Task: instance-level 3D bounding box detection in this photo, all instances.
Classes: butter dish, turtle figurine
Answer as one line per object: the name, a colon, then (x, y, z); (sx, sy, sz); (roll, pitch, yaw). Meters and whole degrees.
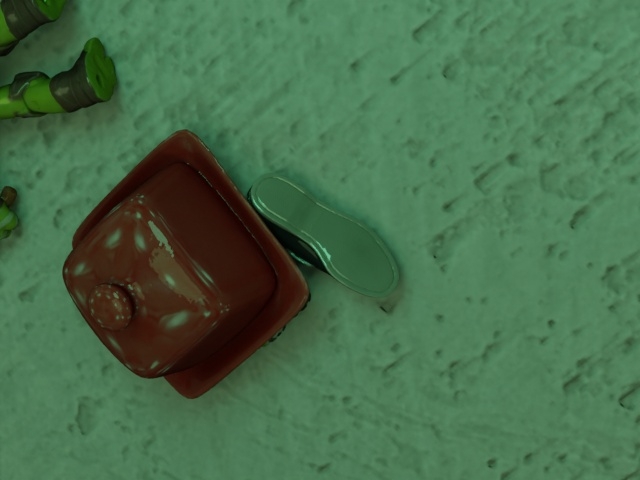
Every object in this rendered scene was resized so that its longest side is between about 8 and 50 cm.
butter dish: (-0.119, 0.031, 1.255); (0.160, 0.118, 0.160); (-41, 83, 34)
turtle figurine: (-0.273, -0.119, 1.290); (0.217, 0.087, 0.269); (-24, 97, 22)

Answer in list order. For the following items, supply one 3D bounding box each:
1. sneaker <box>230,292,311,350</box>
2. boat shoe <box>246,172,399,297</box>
sneaker: (-0.041, 0.051, 1.304); (0.083, 0.031, 0.035); (-42, 66, 27)
boat shoe: (0.000, 0.000, 1.268); (0.125, 0.038, 0.046); (33, 71, 0)
